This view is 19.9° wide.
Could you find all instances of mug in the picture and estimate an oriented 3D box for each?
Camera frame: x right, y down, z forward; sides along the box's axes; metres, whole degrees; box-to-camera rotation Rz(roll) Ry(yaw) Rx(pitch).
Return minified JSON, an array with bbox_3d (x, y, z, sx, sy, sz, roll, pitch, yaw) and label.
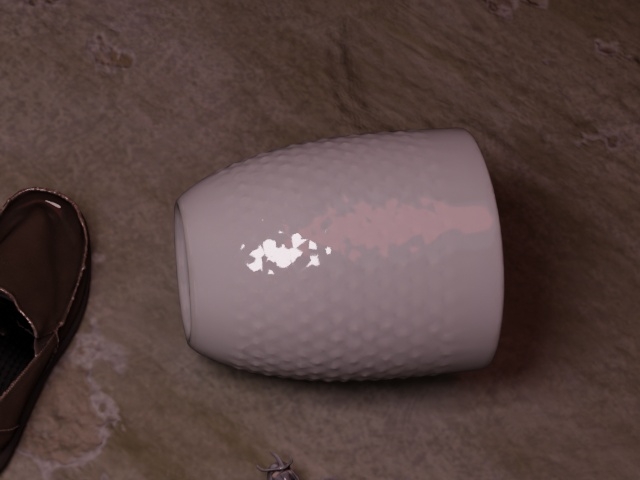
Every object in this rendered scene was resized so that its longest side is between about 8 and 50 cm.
[{"bbox_3d":[0.000,0.000,2.060,0.328,0.276,0.374,-5,29,-10],"label":"mug"}]

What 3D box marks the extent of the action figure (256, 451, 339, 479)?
[{"bbox_3d":[0.000,0.343,1.915,0.185,0.099,0.285,-14,59,-17],"label":"action figure"}]

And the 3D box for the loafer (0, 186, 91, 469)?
[{"bbox_3d":[-0.328,0.081,1.975,0.133,0.130,0.366,15,55,-5],"label":"loafer"}]
